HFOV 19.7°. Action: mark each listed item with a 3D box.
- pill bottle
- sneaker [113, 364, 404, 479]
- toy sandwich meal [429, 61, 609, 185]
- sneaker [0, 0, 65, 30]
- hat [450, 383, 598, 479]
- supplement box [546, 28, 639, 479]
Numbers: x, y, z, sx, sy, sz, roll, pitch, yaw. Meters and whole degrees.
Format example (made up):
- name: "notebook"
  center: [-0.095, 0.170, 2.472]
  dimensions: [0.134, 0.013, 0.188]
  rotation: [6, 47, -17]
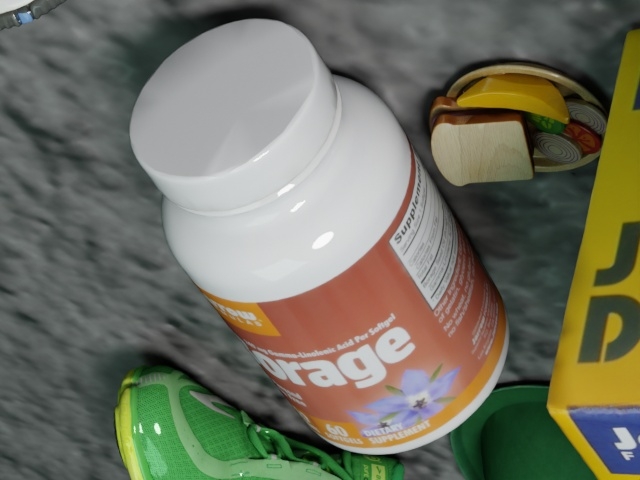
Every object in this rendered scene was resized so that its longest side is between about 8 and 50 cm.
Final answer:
- name: "pill bottle"
  center: [0.000, 0.000, 0.870]
  dimensions: [0.121, 0.121, 0.216]
  rotation: [-2, 144, 28]
- name: "sneaker"
  center: [-0.012, 0.158, 1.168]
  dimensions: [0.123, 0.109, 0.295]
  rotation: [-34, 124, 24]
- name: "toy sandwich meal"
  center: [0.089, -0.049, 0.838]
  dimensions: [0.086, 0.029, 0.085]
  rotation: [12, 148, 8]
- name: "sneaker"
  center: [-0.194, -0.134, 0.813]
  dimensions: [0.211, 0.080, 0.081]
  rotation: [-7, 124, 29]
- name: "hat"
  center: [0.139, 0.208, 1.039]
  dimensions: [0.208, 0.183, 0.173]
  rotation: [16, 142, 20]
- name: "supplement box"
  center: [0.266, 0.080, 0.799]
  dimensions: [0.194, 0.195, 0.356]
  rotation: [-5, 142, 32]
